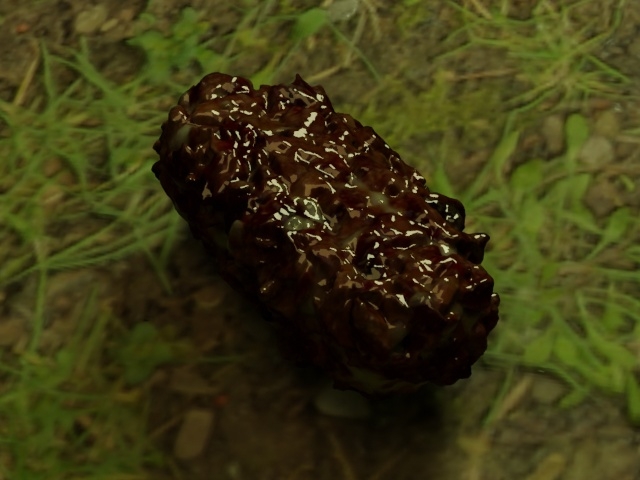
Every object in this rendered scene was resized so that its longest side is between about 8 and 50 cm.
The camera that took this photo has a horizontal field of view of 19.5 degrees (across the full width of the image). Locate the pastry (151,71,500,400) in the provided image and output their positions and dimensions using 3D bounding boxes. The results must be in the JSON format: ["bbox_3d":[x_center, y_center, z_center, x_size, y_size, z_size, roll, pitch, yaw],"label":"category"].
[{"bbox_3d":[0.002,-0.001,0.884,0.115,0.097,0.208,-29,49,-20],"label":"pastry"}]
